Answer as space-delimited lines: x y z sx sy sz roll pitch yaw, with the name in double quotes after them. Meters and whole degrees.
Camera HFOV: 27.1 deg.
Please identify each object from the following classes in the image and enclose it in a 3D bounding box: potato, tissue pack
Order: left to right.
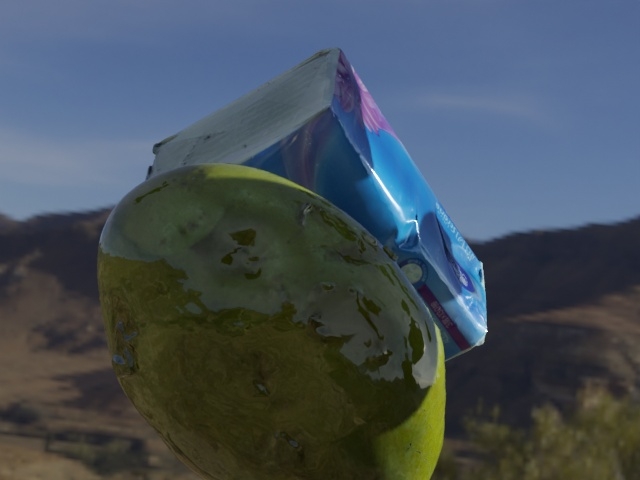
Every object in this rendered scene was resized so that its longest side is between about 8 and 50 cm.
-0.029 0.063 0.817 0.186 0.253 0.148 -35 0 9 "potato"
0.000 0.000 1.166 0.198 0.146 0.263 -27 -62 17 "tissue pack"
